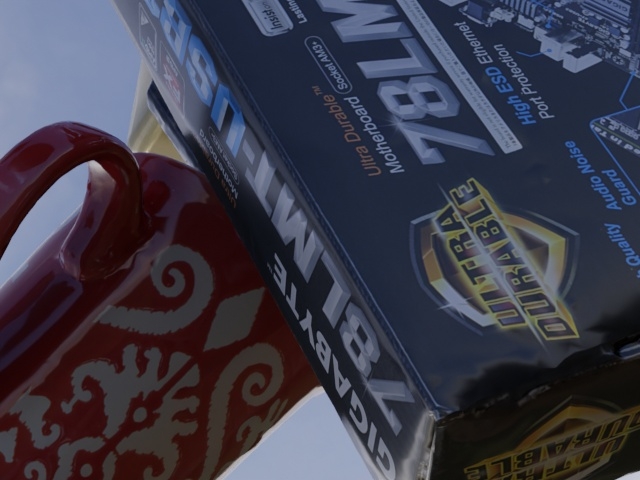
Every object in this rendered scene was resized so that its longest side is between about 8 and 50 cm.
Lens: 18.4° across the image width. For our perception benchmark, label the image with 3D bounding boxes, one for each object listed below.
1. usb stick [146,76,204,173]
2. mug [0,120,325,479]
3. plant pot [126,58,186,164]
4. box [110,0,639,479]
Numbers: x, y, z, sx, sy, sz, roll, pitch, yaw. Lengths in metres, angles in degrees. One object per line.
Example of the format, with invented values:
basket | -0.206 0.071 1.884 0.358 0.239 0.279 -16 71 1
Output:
usb stick | 0.000 0.000 0.926 0.077 0.278 0.045 -10 -45 -28
mug | -0.098 0.051 0.674 0.169 0.113 0.150 -45 -70 -27
plant pot | 0.000 -0.163 1.339 0.212 0.187 0.212 11 -109 -10
box | 0.098 -0.075 0.649 0.293 0.295 0.073 -18 -38 -18
